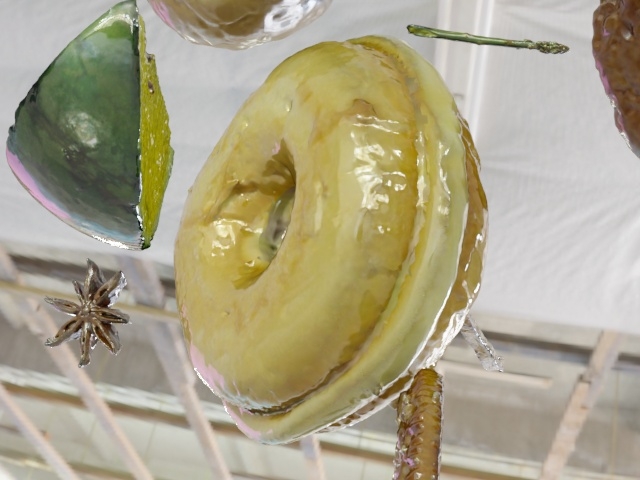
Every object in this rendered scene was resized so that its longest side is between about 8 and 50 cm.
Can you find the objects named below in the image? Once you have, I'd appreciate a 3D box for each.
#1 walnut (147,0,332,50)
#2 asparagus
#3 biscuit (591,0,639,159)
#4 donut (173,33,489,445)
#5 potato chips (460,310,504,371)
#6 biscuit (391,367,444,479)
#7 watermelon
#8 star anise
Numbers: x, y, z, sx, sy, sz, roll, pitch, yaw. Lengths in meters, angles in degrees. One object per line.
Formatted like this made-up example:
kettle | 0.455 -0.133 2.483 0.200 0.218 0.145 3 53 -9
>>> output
walnut | -0.088 -0.372 1.160 0.252 0.313 0.277 38 -52 13
asparagus | 0.168 -0.202 1.005 0.166 0.013 0.016 8 -16 0
biscuit | 0.586 -0.261 1.374 0.395 0.166 0.342 -8 -75 44
donut | 0.000 0.000 1.053 0.198 0.448 0.449 16 -27 -32
potato chips | 0.197 0.125 1.227 0.026 0.037 0.204 -9 -29 21
biscuit | 0.069 0.254 0.828 0.038 0.305 0.305 6 -30 5
watermelon | -0.100 -0.037 0.514 0.075 0.092 0.181 47 -16 8
star anise | -0.290 0.097 1.272 0.141 0.141 0.042 -3 -13 26
